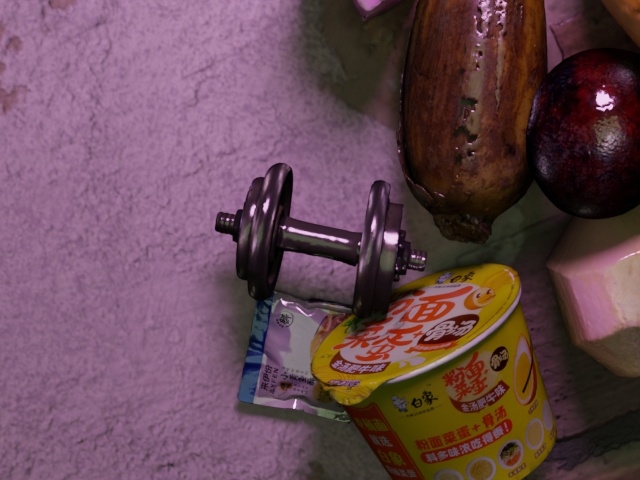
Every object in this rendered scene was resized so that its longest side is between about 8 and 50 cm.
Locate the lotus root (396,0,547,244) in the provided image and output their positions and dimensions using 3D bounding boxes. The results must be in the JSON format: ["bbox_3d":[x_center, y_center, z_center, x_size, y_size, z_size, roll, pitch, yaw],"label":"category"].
[{"bbox_3d":[0.202,-0.192,1.688,0.179,0.196,0.397,0,97,-32],"label":"lotus root"}]

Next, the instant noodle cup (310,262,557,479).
[{"bbox_3d":[0.165,0.200,1.711,0.311,0.311,0.221,-24,105,8],"label":"instant noodle cup"}]

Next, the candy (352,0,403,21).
[{"bbox_3d":[0.055,-0.367,1.635,0.116,0.265,0.155,-40,93,6],"label":"candy"}]

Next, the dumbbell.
[{"bbox_3d":[0.000,0.000,1.734,0.290,0.192,0.192,10,100,4],"label":"dumbbell"}]

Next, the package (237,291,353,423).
[{"bbox_3d":[-0.021,0.166,1.844,0.173,0.027,0.171,10,99,-1],"label":"package"}]

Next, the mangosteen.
[{"bbox_3d":[0.354,-0.127,1.558,0.216,0.216,0.216,1,99,5],"label":"mangosteen"}]

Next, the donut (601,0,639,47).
[{"bbox_3d":[0.442,-0.316,1.523,0.198,0.449,0.449,-42,93,21],"label":"donut"}]

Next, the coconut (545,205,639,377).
[{"bbox_3d":[0.418,0.041,1.684,0.259,0.259,0.259,1,99,5],"label":"coconut"}]
